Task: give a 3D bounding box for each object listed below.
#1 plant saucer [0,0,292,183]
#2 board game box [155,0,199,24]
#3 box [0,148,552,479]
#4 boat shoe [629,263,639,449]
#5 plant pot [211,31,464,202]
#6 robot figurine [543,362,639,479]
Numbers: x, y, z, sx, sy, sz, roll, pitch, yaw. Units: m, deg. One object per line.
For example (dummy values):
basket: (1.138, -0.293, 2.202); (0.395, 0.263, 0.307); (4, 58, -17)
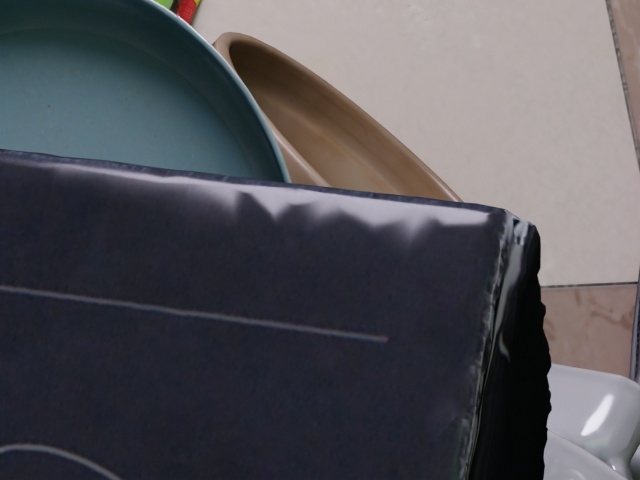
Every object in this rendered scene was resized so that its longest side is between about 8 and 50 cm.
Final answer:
plant saucer: (-0.148, 0.021, 0.873); (0.317, 0.043, 0.318); (0, 91, 21)
board game box: (-0.175, -0.197, 0.996); (0.259, 0.039, 0.124); (36, 53, -25)
box: (-0.189, 0.224, 0.611); (0.480, 0.297, 0.472); (8, 69, 12)
boat shoe: (0.250, 0.034, 1.062); (0.102, 0.108, 0.301); (7, 71, 6)
plant pot: (0.000, 0.000, 0.964); (0.237, 0.237, 0.110); (42, 103, -3)
robot figurine: (0.063, 0.225, 0.887); (0.353, 0.199, 0.300); (-55, 127, -26)
